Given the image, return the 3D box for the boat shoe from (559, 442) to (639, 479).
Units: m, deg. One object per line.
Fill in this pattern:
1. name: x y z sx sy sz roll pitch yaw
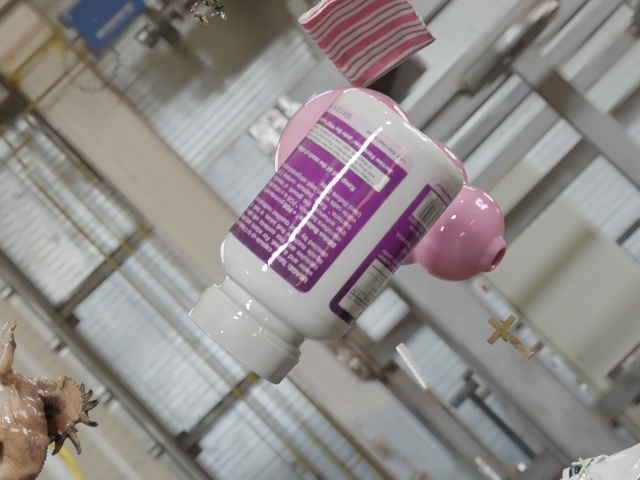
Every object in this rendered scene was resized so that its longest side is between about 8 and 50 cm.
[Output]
1. boat shoe: 0.324 0.304 1.689 0.226 0.076 0.083 -47 6 25

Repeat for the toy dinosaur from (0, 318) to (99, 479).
1. toy dinosaur: -0.383 0.245 1.776 0.127 0.200 0.295 -27 31 33

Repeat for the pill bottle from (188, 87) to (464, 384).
1. pill bottle: 0.000 0.000 1.490 0.301 0.169 0.169 -51 -8 -1

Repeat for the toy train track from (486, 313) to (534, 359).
1. toy train track: 0.248 0.128 1.807 0.048 0.083 0.014 -47 -41 2

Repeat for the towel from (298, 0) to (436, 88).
1. towel: 0.070 -0.295 1.968 0.144 0.029 0.197 -33 -37 10

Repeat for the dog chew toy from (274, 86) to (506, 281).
1. dog chew toy: 0.101 -0.063 1.851 0.206 0.332 0.206 -45 -24 -26

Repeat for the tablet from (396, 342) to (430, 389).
1. tablet: 0.100 0.134 1.493 0.006 0.054 0.083 -36 -5 4

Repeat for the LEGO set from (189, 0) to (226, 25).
1. LEGO set: -0.153 -0.328 1.924 0.083 0.054 0.023 -3 43 55
